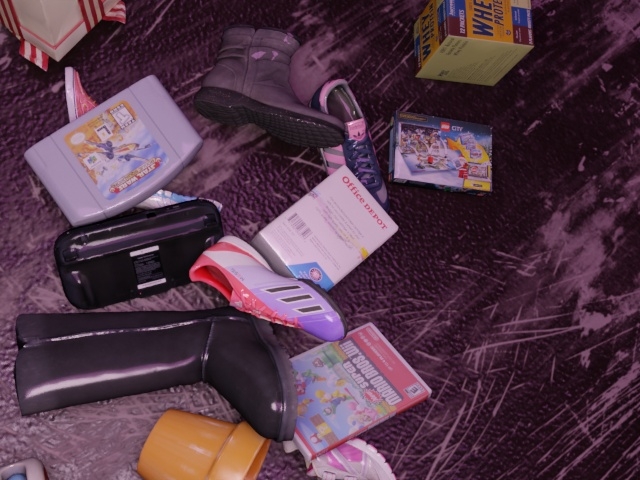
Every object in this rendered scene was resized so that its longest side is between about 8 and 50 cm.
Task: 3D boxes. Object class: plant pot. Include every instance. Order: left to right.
[{"bbox_3d":[-0.214,0.397,1.405,0.188,0.205,0.205,24,70,8],"label":"plant pot"}]

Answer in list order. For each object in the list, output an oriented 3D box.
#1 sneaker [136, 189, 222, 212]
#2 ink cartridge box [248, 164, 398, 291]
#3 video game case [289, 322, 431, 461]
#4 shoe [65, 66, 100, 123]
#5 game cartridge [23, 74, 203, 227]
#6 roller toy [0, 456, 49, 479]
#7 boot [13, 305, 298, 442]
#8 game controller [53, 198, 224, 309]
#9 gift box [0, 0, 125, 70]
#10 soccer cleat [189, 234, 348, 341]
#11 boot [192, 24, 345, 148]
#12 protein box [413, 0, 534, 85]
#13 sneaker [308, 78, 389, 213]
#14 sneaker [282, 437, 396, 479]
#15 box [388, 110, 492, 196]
[{"bbox_3d":[-0.292,-0.051,1.561,0.190,0.071,0.083,10,79,-12],"label":"sneaker"},{"bbox_3d":[0.000,0.000,1.570,0.232,0.168,0.171,-39,88,-21],"label":"ink cartridge box"},{"bbox_3d":[0.041,0.280,1.510,0.285,0.025,0.204,-21,50,-27],"label":"video game case"},{"bbox_3d":[-0.463,-0.261,1.575,0.081,0.063,0.178,-7,83,-18],"label":"shoe"},{"bbox_3d":[-0.385,-0.165,1.507,0.297,0.062,0.198,-36,78,-13],"label":"game cartridge"},{"bbox_3d":[-0.498,0.468,1.300,0.146,0.191,0.209,-15,80,-19],"label":"roller toy"},{"bbox_3d":[-0.291,0.234,1.354,0.445,0.367,0.146,0,111,-19],"label":"boot"},{"bbox_3d":[-0.336,0.028,1.504,0.319,0.067,0.167,-15,122,-17],"label":"game controller"},{"bbox_3d":[-0.525,-0.508,1.514,0.276,0.258,0.255,39,69,6],"label":"gift box"},{"bbox_3d":[-0.096,0.106,1.436,0.318,0.109,0.116,32,47,22],"label":"soccer cleat"},{"bbox_3d":[-0.081,-0.332,1.624,0.338,0.118,0.223,19,71,9],"label":"boot"},{"bbox_3d":[0.337,-0.459,1.766,0.201,0.200,0.136,3,74,-14],"label":"protein box"},{"bbox_3d":[0.066,-0.189,1.658,0.112,0.131,0.319,-23,83,-21],"label":"sneaker"},{"bbox_3d":[0.030,0.421,1.511,0.252,0.103,0.111,34,71,5],"label":"sneaker"},{"bbox_3d":[0.269,-0.192,1.760,0.233,0.044,0.159,7,74,-13],"label":"box"}]
